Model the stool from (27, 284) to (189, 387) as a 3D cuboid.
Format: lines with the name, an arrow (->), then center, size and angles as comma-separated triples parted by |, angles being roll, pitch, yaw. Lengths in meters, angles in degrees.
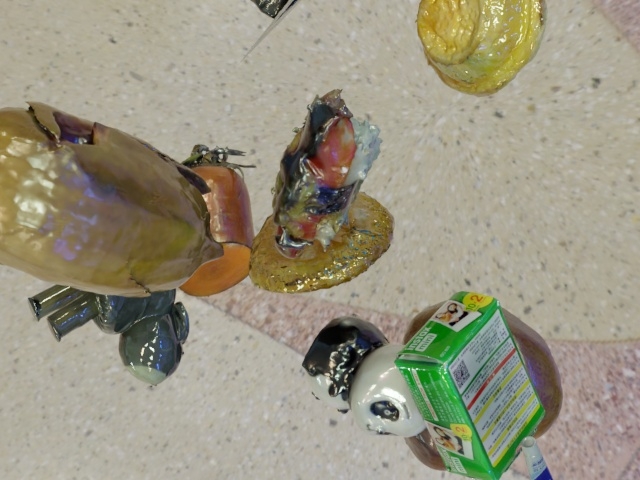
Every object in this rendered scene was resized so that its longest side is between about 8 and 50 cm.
stool -> -0.226, 0.041, 0.843 | 0.139, 0.153, 0.228 | -23, 68, -27

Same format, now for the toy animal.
toy animal -> 0.097, 0.244, 1.414 | 0.235, 0.187, 0.165 | 33, 67, 29

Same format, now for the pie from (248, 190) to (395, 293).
pie -> -0.001, 0.000, 1.391 | 0.273, 0.273, 0.069 | -12, 130, 10

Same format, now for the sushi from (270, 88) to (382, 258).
sushi -> 0.002, -0.066, 0.841 | 0.103, 0.097, 0.226 | 9, 137, -17

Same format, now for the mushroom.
mushroom -> 0.291, 0.281, 1.621 | 0.345, 0.259, 0.346 | -1, 85, 6

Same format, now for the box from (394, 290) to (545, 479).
box -> 0.232, 0.220, 1.229 | 0.103, 0.180, 0.250 | -2, 121, 49

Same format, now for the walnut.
walnut -> -0.180, -0.026, 0.623 | 0.245, 0.137, 0.137 | 28, 106, -36

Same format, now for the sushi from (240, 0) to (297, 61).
sushi -> -0.042, -0.546, 1.561 | 0.100, 0.296, 0.373 | 42, 141, -9

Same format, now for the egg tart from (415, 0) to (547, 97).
egg tart -> 0.272, -0.394, 1.459 | 0.288, 0.118, 0.289 | 12, 106, 48

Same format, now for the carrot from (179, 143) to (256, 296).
carrot -> -0.244, -0.066, 1.776 | 0.193, 0.214, 0.331 | -1, 70, -26

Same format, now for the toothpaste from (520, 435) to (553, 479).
toothpaste -> 0.202, 0.213, 0.748 | 0.024, 0.015, 0.083 | -30, 119, -11
